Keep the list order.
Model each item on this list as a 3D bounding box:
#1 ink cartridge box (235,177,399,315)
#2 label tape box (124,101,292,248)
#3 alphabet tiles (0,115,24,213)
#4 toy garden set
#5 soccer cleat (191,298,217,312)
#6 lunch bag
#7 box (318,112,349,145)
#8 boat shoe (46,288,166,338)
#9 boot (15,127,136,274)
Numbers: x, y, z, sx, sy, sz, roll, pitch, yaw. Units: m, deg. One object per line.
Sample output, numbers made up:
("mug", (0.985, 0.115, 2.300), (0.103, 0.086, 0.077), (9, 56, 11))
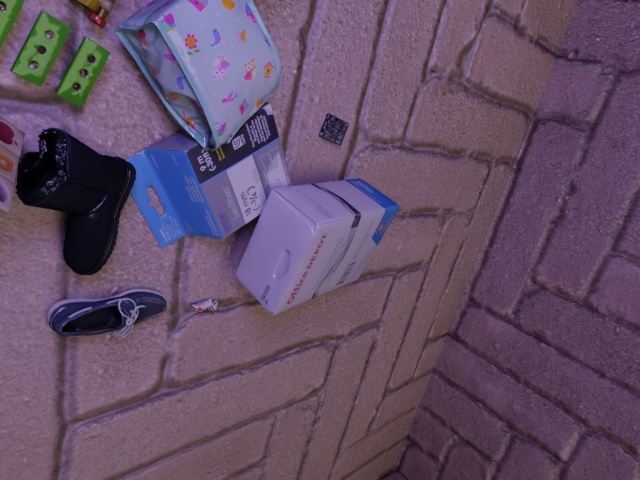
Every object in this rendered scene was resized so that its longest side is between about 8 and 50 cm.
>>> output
("ink cartridge box", (0.000, 0.000, 1.215), (0.395, 0.166, 0.285), (-15, 139, -52))
("label tape box", (-0.236, -0.136, 1.010), (0.333, 0.106, 0.241), (-38, 136, -25))
("alphabet tiles", (-0.525, -0.185, 0.547), (0.011, 0.285, 0.342), (-25, 144, 10))
("toy garden set", (-0.446, -0.358, 0.690), (0.244, 0.049, 0.204), (26, 96, -50))
("soccer cleat", (-0.306, 0.171, 1.196), (0.083, 0.029, 0.036), (22, 88, -54))
("lunch bag", (-0.203, -0.333, 0.851), (0.223, 0.160, 0.262), (-55, 139, -26))
("box", (0.039, -0.309, 1.261), (0.083, 0.018, 0.067), (9, 107, -49))
("boat shoe", (-0.451, 0.162, 0.992), (0.254, 0.079, 0.095), (5, 110, -48))
("boot", (-0.442, -0.057, 0.789), (0.207, 0.094, 0.247), (17, 95, -78))
